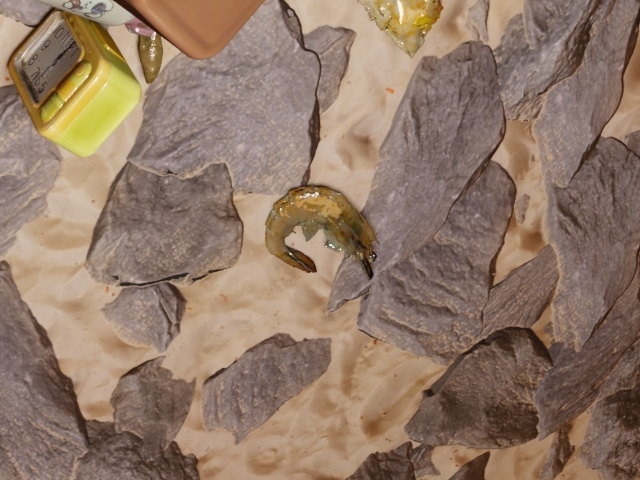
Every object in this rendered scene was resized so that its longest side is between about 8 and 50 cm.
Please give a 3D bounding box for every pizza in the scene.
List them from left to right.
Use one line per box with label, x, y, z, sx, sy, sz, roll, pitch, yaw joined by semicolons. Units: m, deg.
pizza;0.134;-0.413;2.069;0.189;0.071;0.297;-6;129;-25

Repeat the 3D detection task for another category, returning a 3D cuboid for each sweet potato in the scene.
sweet potato;-0.246;-0.302;1.978;0.041;0.038;0.153;-15;128;-50

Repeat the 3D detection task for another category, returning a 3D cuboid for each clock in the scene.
clock;-0.344;-0.225;1.870;0.143;0.202;0.096;-48;133;13

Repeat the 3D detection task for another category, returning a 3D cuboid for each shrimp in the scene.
shrimp;0.000;0.001;2.350;0.173;0.058;0.253;-29;131;6

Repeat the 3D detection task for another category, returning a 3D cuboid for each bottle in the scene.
bottle;-0.303;-0.354;1.852;0.233;0.110;0.110;16;117;-37

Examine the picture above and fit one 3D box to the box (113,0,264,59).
box;-0.153;-0.425;1.643;0.339;0.229;0.239;-50;153;0
